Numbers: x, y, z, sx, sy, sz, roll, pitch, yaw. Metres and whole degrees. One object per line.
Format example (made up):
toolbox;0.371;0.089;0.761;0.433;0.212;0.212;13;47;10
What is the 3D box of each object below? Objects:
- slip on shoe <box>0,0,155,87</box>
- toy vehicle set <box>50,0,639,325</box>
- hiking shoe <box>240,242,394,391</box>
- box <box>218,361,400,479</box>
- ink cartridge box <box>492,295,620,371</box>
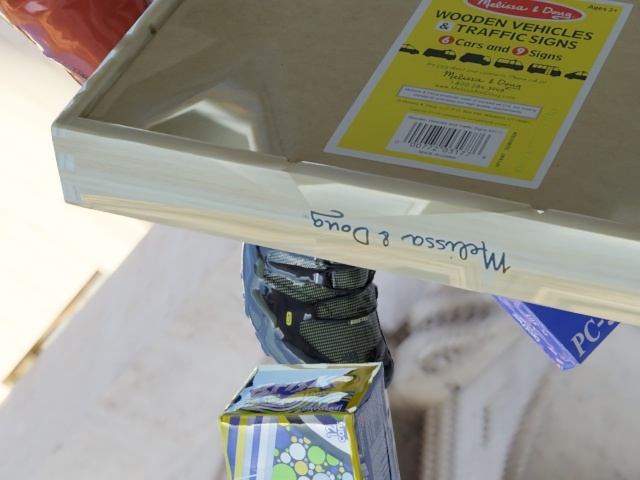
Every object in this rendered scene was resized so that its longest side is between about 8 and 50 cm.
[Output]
slip on shoe;-0.166;-0.167;1.525;0.101;0.123;0.331;49;178;38
toy vehicle set;0.060;-0.051;0.683;0.266;0.035;0.166;12;-138;22
hiking shoe;0.000;0.000;1.279;0.086;0.114;0.227;-20;-95;-38
box;0.005;0.138;0.806;0.054;0.059;0.169;-49;-47;-64
ink cartridge box;0.243;0.002;1.617;0.207;0.046;0.097;-43;-88;-17
